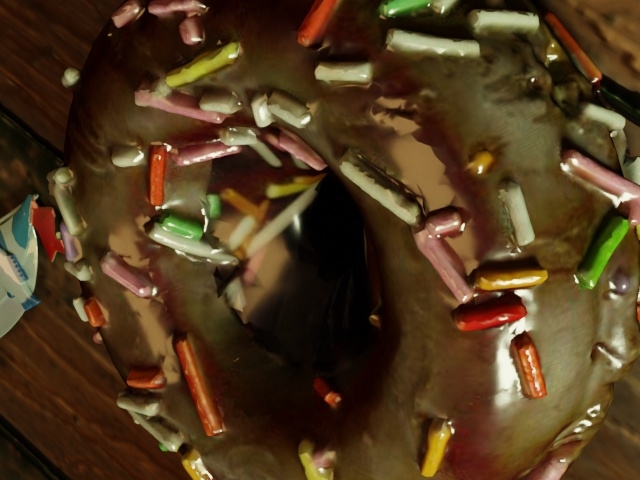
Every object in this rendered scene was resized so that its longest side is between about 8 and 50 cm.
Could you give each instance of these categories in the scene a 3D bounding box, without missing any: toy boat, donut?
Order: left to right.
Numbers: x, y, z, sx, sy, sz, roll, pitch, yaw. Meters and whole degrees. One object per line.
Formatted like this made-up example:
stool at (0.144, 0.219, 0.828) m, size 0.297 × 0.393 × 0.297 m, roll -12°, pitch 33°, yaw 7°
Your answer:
toy boat at (-0.184, 0.027, 0.852) m, size 0.149 × 0.034 × 0.105 m, roll -3°, pitch 104°, yaw 30°
donut at (0.000, 0.000, 0.612) m, size 0.270 × 0.103 × 0.269 m, roll 19°, pitch 120°, yaw 37°
